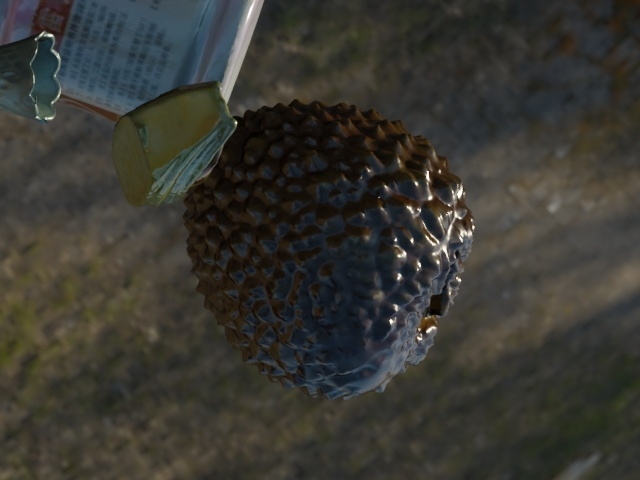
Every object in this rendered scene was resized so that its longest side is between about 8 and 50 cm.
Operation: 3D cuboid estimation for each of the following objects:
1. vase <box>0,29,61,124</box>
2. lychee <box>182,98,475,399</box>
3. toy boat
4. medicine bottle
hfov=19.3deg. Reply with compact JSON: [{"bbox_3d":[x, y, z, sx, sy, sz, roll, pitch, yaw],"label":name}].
[{"bbox_3d":[-0.304,-0.140,1.608,0.149,0.081,0.081,2,153,10],"label":"vase"},{"bbox_3d":[0.000,0.000,1.655,0.267,0.267,0.267,-30,152,-18],"label":"lychee"},{"bbox_3d":[-0.092,-0.062,1.206,0.066,0.065,0.172,-19,174,-19],"label":"toy boat"},{"bbox_3d":[-0.221,-0.227,1.769,0.202,0.316,0.202,-161,-90,-88],"label":"medicine bottle"}]
